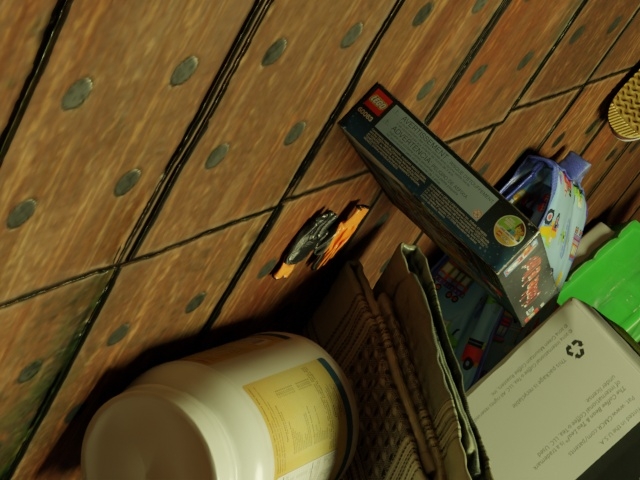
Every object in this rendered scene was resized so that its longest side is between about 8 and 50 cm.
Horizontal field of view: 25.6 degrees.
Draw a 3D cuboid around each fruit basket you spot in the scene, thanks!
[{"bbox_3d":[0.353,0.112,2.016,0.327,0.165,0.353,-38,176,-21],"label":"fruit basket"}]

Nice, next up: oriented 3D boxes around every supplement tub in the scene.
[{"bbox_3d":[-0.074,0.155,1.081,0.144,0.144,0.199,-54,160,24],"label":"supplement tub"}]

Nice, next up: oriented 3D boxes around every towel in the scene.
[{"bbox_3d":[0.014,0.196,1.187,0.056,0.312,0.324,20,124,-27],"label":"towel"}]

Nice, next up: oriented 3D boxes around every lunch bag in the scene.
[{"bbox_3d":[0.204,0.035,1.514,0.293,0.138,0.221,-57,159,5],"label":"lunch bag"}]

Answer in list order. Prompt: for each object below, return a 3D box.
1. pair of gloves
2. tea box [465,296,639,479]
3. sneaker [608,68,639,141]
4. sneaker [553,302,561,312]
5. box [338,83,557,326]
[{"bbox_3d":[0.000,0.000,1.131,0.074,0.010,0.083,-53,159,25],"label":"pair of gloves"},{"bbox_3d":[0.236,0.259,1.430,0.329,0.220,0.323,-43,159,8],"label":"tea box"},{"bbox_3d":[0.383,-0.182,1.522,0.185,0.069,0.084,-42,172,7],"label":"sneaker"},{"bbox_3d":[0.291,0.166,1.729,0.125,0.321,0.180,-96,-156,-55],"label":"sneaker"},{"bbox_3d":[0.105,-0.020,1.079,0.044,0.159,0.233,-46,163,0],"label":"box"}]
